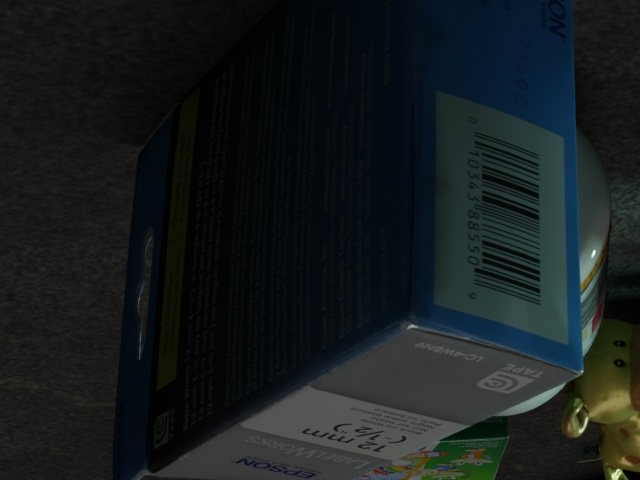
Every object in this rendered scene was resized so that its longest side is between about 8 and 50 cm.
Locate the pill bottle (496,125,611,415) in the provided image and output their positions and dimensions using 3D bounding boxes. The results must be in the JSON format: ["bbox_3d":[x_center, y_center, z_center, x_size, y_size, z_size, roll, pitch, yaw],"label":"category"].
[{"bbox_3d":[0.118,0.023,1.088,0.162,0.162,0.278,-5,157,7],"label":"pill bottle"}]

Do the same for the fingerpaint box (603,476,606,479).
[{"bbox_3d":[0.549,0.504,1.888,0.371,0.163,0.445,25,-171,-31],"label":"fingerpaint box"}]

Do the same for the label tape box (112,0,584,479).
[{"bbox_3d":[0.000,0.000,0.894,0.115,0.249,0.348,15,152,-25],"label":"label tape box"}]

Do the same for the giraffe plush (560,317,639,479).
[{"bbox_3d":[0.277,0.119,1.344,0.210,0.181,0.170,-31,136,19],"label":"giraffe plush"}]

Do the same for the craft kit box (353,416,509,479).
[{"bbox_3d":[0.073,0.232,1.727,0.250,0.061,0.246,-3,160,1],"label":"craft kit box"}]
